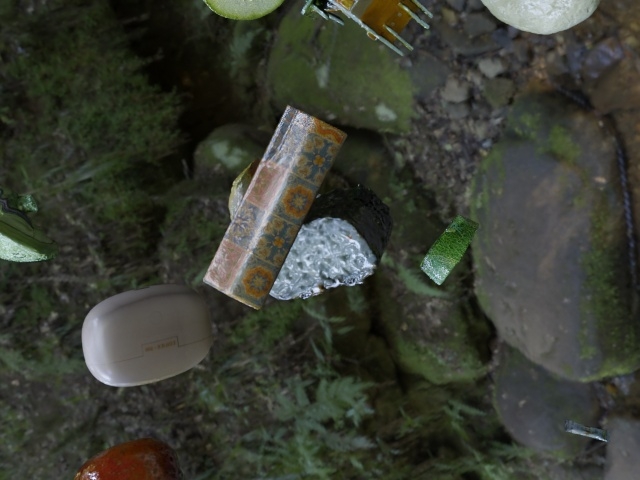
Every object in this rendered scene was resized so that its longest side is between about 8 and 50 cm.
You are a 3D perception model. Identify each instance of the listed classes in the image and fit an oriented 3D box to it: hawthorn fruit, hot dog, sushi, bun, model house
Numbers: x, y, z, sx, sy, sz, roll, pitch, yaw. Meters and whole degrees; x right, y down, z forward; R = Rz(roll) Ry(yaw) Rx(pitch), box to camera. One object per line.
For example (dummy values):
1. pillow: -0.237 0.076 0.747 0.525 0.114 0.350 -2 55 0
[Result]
1. hawthorn fruit: -0.295 0.371 1.119 0.157 0.194 0.157 176 90 -67
2. hot dog: -0.132 -0.061 1.387 0.061 0.078 0.169 -6 78 46
3. sushi: 0.000 0.000 1.146 0.225 0.127 0.124 -21 113 37
4. bun: 0.520 -0.670 1.830 0.352 0.227 0.349 3 96 36
5. model house: 0.142 -0.641 2.191 0.313 0.242 0.358 38 -168 -4

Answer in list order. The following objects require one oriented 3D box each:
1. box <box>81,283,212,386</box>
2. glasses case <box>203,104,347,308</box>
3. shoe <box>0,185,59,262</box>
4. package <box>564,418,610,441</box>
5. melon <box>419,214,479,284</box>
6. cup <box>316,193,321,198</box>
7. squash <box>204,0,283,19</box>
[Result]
1. box: -0.262 0.144 1.188 0.088 0.200 0.146 9 109 58
2. glasses case: -0.051 -0.037 0.870 0.075 0.218 0.049 27 -175 0
3. shoe: -0.621 -0.038 1.521 0.140 0.128 0.262 6 163 43
4. package: 0.673 0.480 1.959 0.015 0.110 0.037 92 -164 -45
5. melon: 0.281 0.006 1.668 0.064 0.209 0.118 33 115 7
6. cup: 0.018 -0.073 1.839 0.102 0.099 0.074 -126 52 -61
7. squash: -0.201 -0.628 1.913 0.204 0.237 0.155 111 154 -54
